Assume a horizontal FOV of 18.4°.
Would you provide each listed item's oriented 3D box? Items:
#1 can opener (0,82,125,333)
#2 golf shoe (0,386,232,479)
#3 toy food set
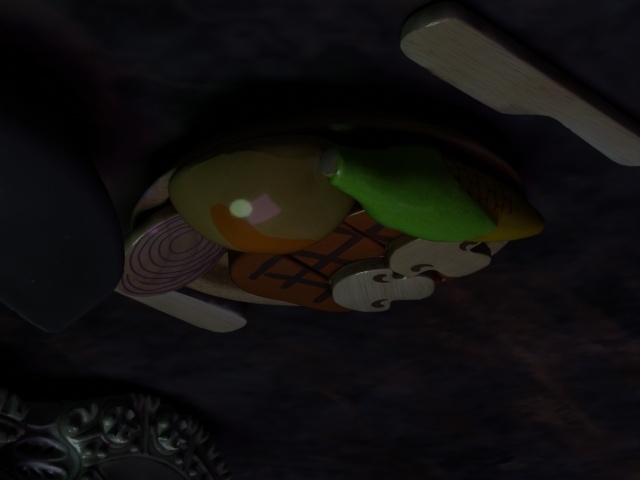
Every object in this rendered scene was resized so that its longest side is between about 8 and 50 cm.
[{"bbox_3d":[-0.143,-0.044,0.477,0.093,0.074,0.280,-37,150,3],"label":"can opener"},{"bbox_3d":[-0.113,0.088,0.762,0.086,0.069,0.176,-4,162,45],"label":"golf shoe"},{"bbox_3d":[0.000,0.000,0.607,0.192,0.038,0.132,-24,148,35],"label":"toy food set"}]
